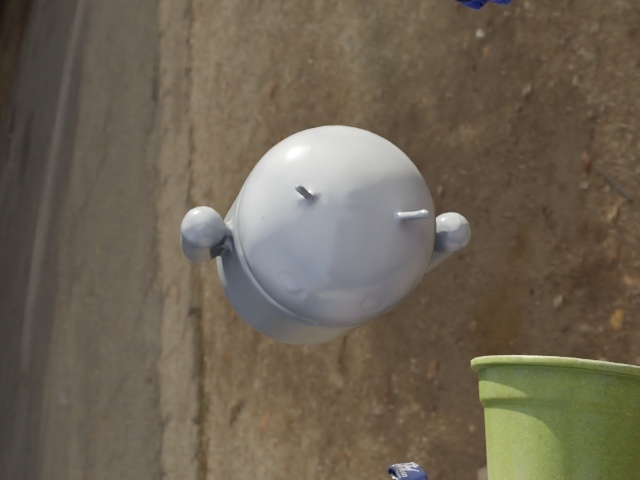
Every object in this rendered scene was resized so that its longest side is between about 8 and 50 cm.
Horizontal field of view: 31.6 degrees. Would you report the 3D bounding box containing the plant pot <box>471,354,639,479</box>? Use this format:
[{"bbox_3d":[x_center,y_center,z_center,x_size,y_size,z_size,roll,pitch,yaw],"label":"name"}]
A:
[{"bbox_3d":[0.318,0.292,1.440,0.276,0.276,0.253,155,124,-68],"label":"plant pot"}]

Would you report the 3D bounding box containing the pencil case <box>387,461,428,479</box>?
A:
[{"bbox_3d":[0.108,0.305,0.763,0.306,0.133,0.119,55,152,22],"label":"pencil case"}]

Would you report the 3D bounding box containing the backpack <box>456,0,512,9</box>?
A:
[{"bbox_3d":[0.157,-0.285,1.122,0.101,0.120,0.098,-48,65,15],"label":"backpack"}]

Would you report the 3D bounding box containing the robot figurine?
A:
[{"bbox_3d":[0.000,0.000,1.185,0.353,0.300,0.199,137,130,-72],"label":"robot figurine"}]
